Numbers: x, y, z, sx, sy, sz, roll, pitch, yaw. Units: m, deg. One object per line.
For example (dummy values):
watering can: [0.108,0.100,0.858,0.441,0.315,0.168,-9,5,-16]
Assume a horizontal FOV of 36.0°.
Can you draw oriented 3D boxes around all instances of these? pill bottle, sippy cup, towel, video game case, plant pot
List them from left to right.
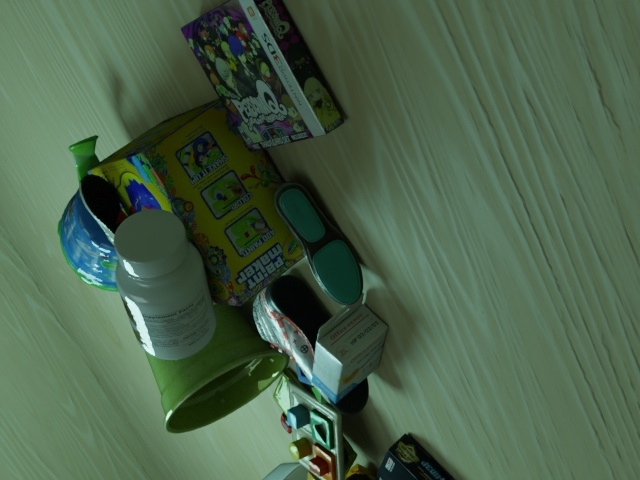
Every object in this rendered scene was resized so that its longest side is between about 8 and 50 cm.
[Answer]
sippy cup: [-0.370,-0.036,1.835,0.305,0.240,0.224,29,163,-5]
pill bottle: [-0.234,0.066,1.471,0.131,0.131,0.229,37,152,29]
plant pot: [-0.245,0.203,1.973,0.254,0.276,0.276,57,157,21]
video game case: [-0.085,-0.230,1.354,0.232,0.042,0.210,-2,121,60]
towel: [-0.017,0.371,1.971,0.237,0.021,0.102,49,135,28]

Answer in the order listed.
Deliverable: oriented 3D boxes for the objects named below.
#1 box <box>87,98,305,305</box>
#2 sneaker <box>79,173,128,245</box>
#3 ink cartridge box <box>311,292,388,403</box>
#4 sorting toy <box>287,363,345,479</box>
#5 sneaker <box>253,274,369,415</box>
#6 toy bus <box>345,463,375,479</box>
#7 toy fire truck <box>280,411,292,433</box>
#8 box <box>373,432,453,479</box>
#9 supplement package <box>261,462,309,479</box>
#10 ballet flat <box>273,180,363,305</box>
box: [-0.196,-0.057,1.612,0.279,0.177,0.290,58,154,-14]
sneaker: [-0.345,-0.032,1.619,0.161,0.057,0.075,51,150,-5]
ink cartridge box: [0.047,0.174,1.579,0.061,0.104,0.181,41,153,22]
sorting toy: [-0.018,0.383,1.894,0.196,0.047,0.347,28,128,54]
sneaker: [-0.021,0.188,1.735,0.270,0.090,0.145,56,156,0]
toy bus: [0.110,0.582,1.946,0.211,0.220,0.149,21,137,-7]
toy fire truck: [-0.013,0.444,2.098,0.192,0.047,0.135,45,155,17]
box: [0.182,0.462,1.785,0.175,0.051,0.220,44,154,18]
supplement package: [-0.043,0.690,2.316,0.293,0.175,0.177,53,156,-2]
ballet flat: [0.000,0.000,1.500,0.213,0.072,0.068,59,-178,-11]
